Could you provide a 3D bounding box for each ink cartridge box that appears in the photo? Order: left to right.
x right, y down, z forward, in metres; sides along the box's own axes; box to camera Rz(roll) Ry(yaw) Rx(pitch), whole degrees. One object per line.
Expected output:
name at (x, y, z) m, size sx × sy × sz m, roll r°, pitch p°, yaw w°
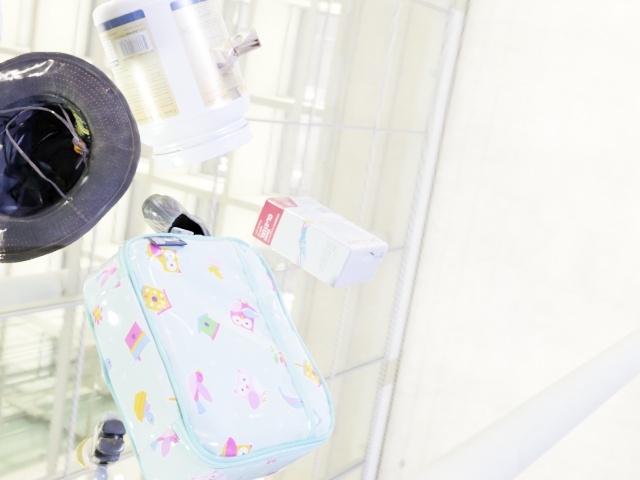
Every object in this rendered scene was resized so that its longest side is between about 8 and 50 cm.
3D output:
ink cartridge box at (0.000, 0.000, 1.397) m, size 0.175 × 0.127 × 0.072 m, roll 32°, pitch -72°, yaw 26°

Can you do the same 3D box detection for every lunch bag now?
lunch bag at (-0.114, 0.117, 0.934) m, size 0.108 × 0.224 × 0.279 m, roll -42°, pitch -118°, yaw 35°

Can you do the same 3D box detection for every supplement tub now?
supplement tub at (-0.265, -0.310, 1.633) m, size 0.228 × 0.228 × 0.316 m, roll -7°, pitch -72°, yaw 33°

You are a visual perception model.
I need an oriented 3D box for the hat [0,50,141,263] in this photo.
hat at (-0.426, -0.111, 1.309) m, size 0.331 × 0.134 × 0.331 m, roll 1°, pitch -105°, yaw -3°

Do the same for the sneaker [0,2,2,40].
sneaker at (-0.518, -0.334, 1.103) m, size 0.137 × 0.210 × 0.365 m, roll -8°, pitch -69°, yaw 4°

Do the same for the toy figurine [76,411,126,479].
toy figurine at (-0.222, 0.314, 1.270) m, size 0.209 × 0.213 × 0.148 m, roll 49°, pitch -33°, yaw 5°

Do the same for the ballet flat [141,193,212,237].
ballet flat at (-0.180, -0.011, 1.128) m, size 0.057 × 0.173 × 0.049 m, roll -45°, pitch -112°, yaw -1°

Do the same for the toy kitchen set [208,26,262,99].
toy kitchen set at (-0.118, -0.267, 1.278) m, size 0.075 × 0.068 × 0.083 m, roll -23°, pitch -111°, yaw 0°
